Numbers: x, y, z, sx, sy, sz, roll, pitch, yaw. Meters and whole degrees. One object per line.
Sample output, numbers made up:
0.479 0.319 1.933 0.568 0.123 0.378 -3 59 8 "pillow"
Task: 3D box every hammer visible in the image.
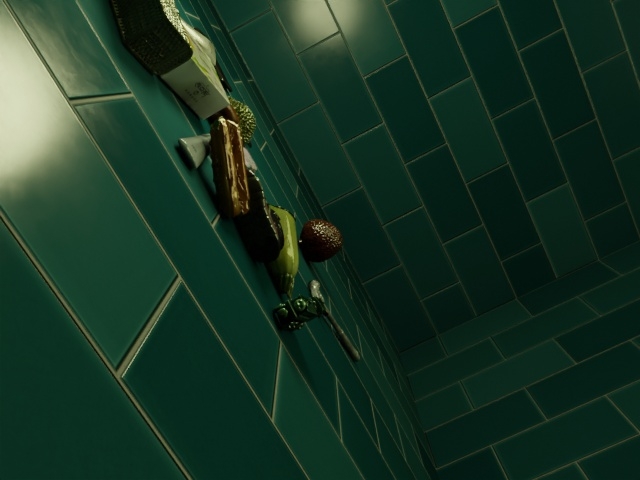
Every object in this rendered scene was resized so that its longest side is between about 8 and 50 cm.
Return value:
0.063 0.328 2.123 0.427 0.044 0.152 58 9 -40 "hammer"

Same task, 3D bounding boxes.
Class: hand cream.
-0.312 -0.239 1.430 0.079 0.048 0.255 57 11 -13 "hand cream"

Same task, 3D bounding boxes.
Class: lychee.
-0.005 0.001 2.318 0.195 0.194 0.194 62 7 -13 "lychee"

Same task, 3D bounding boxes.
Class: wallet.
-0.466 -0.786 2.411 0.286 0.030 0.146 63 10 8 "wallet"

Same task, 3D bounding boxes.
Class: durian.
-0.312 -0.480 2.151 0.221 0.095 0.137 52 11 -32 "durian"

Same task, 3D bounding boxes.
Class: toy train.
-0.057 0.187 1.465 0.071 0.111 0.170 61 6 16 "toy train"

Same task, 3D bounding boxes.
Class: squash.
-0.107 0.024 1.629 0.137 0.137 0.288 52 14 -58 "squash"

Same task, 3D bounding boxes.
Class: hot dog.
-0.235 -0.189 1.437 0.115 0.072 0.269 2 80 -59 "hot dog"

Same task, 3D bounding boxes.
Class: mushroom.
-0.450 -0.683 1.854 0.270 0.103 0.118 47 17 -48 "mushroom"

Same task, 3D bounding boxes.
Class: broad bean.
-0.322 -0.415 1.856 0.114 0.084 0.165 59 0 4 "broad bean"

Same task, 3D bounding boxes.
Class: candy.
-0.259 -0.243 1.721 0.092 0.073 0.160 59 7 5 "candy"

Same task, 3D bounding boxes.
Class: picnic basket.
-0.420 -0.542 1.395 0.196 0.134 0.154 66 11 25 "picnic basket"

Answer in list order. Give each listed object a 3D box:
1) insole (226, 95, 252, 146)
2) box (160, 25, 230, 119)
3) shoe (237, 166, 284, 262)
-0.364 -0.533 2.305 0.322 0.007 0.109 63 8 -7 "insole"
-0.385 -0.499 1.594 0.195 0.111 0.260 64 9 19 "box"
-0.174 -0.077 1.544 0.291 0.114 0.137 67 12 7 "shoe"
